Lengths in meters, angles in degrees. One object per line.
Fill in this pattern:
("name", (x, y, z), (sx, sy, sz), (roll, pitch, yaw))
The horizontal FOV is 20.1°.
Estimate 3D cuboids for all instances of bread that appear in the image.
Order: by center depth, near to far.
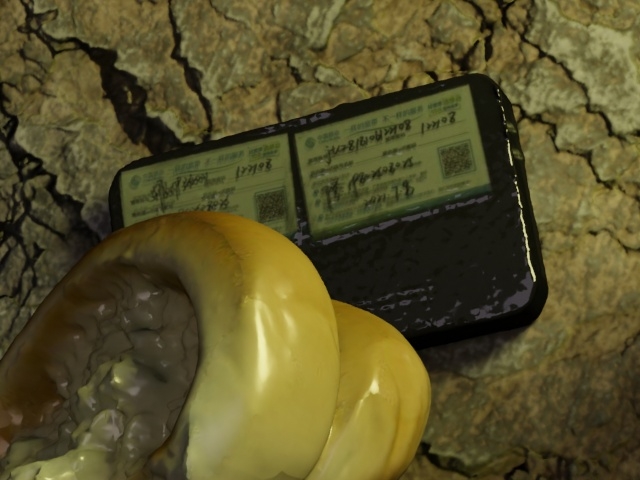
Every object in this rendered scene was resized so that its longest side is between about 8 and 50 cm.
("bread", (-0.114, 0.174, 1.292), (0.424, 0.245, 0.329), (-39, 25, 39))

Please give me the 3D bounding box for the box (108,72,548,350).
("box", (0.000, 0.000, 1.483), (0.350, 0.058, 0.211), (-13, 71, 16))
